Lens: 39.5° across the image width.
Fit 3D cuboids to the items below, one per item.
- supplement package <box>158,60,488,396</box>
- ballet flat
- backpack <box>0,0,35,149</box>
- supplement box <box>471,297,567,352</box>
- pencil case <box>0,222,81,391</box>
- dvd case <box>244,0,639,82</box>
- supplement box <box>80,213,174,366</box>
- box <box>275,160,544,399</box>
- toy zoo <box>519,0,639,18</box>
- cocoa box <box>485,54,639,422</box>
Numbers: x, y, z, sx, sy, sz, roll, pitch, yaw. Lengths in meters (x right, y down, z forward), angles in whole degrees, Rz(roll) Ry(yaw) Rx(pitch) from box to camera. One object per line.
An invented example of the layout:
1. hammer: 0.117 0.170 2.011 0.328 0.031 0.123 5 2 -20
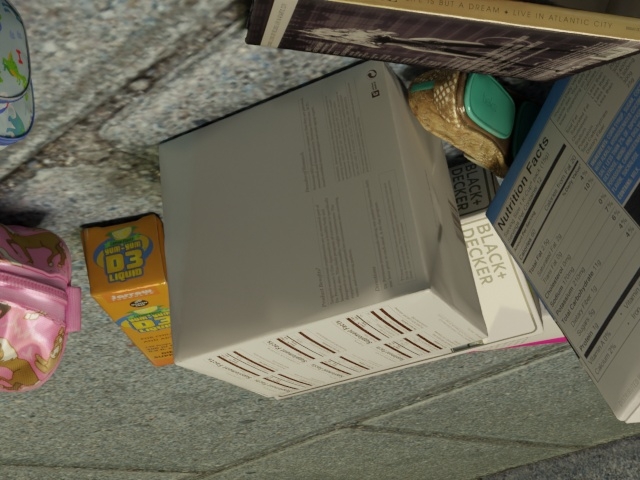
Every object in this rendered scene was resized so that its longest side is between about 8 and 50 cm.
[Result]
1. supplement package: 0.000 0.000 0.714 0.203 0.194 0.149 -18 153 20
2. ballet flat: 0.138 -0.094 0.737 0.067 0.073 0.206 7 166 38
3. backpack: -0.219 -0.102 0.522 0.084 0.105 0.114 -18 159 21
4. supplement box: 0.229 0.057 1.021 0.220 0.114 0.111 -6 156 -10
5. pencil case: -0.378 0.024 0.684 0.386 0.167 0.160 20 105 -48
6. dvd case: 0.067 -0.127 0.543 0.221 0.018 0.164 5 -177 -7
7. supplement box: -0.172 0.059 0.925 0.078 0.080 0.233 -12 154 1
8. box: 0.056 0.043 0.880 0.290 0.087 0.169 -16 126 15
9. toy zoo: 0.125 -0.156 0.427 0.192 0.030 0.293 20 -179 -19
10. cocoa box: 0.351 -0.026 0.675 0.347 0.228 0.231 2 130 -25
